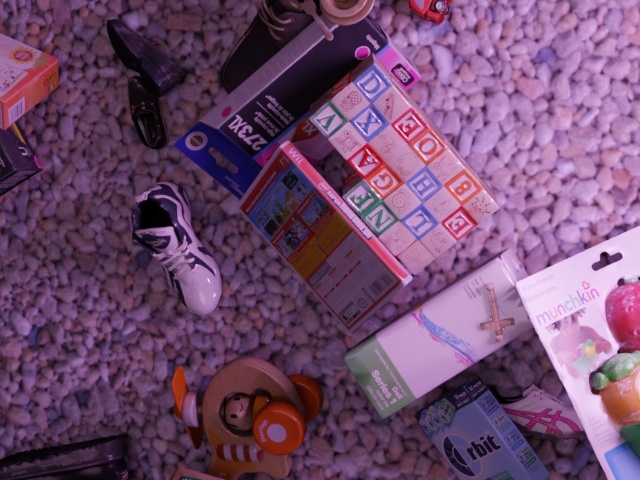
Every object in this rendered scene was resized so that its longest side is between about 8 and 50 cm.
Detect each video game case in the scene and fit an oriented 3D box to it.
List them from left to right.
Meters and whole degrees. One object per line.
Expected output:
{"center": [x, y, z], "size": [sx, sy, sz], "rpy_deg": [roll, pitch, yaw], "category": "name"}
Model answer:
{"center": [0.000, 0.000, 1.756], "size": [0.285, 0.025, 0.204], "rpy_deg": [48, 145, 4], "category": "video game case"}

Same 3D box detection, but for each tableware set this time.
{"center": [0.008, -0.403, 1.643], "size": [0.128, 0.039, 0.194], "rpy_deg": [-37, 70, 9], "category": "tableware set"}

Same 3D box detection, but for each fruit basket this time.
{"center": [0.479, 0.161, 1.585], "size": [0.327, 0.165, 0.353], "rpy_deg": [-20, 86, -28], "category": "fruit basket"}

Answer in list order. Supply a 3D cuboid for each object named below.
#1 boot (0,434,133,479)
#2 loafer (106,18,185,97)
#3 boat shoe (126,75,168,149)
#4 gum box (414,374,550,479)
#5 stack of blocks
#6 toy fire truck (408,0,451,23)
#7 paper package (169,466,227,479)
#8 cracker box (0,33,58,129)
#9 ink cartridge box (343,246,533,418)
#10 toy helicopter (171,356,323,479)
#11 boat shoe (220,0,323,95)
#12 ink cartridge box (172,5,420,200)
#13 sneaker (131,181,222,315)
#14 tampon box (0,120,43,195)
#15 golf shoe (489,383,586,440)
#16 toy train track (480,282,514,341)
{"center": [-0.464, 0.496, 1.930], "size": [0.348, 0.131, 0.260], "rpy_deg": [-13, 90, 15], "category": "boot"}
{"center": [-0.297, -0.314, 1.878], "size": [0.061, 0.062, 0.170], "rpy_deg": [-34, 75, -24], "category": "loafer"}
{"center": [-0.297, -0.218, 1.885], "size": [0.049, 0.042, 0.133], "rpy_deg": [-21, 87, 17], "category": "boat shoe"}
{"center": [0.247, 0.315, 1.729], "size": [0.184, 0.041, 0.157], "rpy_deg": [53, 145, 6], "category": "gum box"}
{"center": [0.112, -0.115, 1.703], "size": [0.171, 0.087, 0.297], "rpy_deg": [-39, 106, 14], "category": "stack of blocks"}
{"center": [0.165, -0.449, 1.742], "size": [0.135, 0.047, 0.192], "rpy_deg": [25, 101, 14], "category": "toy fire truck"}
{"center": [-0.122, 0.559, 1.782], "size": [0.325, 0.168, 0.309], "rpy_deg": [13, 117, 14], "category": "paper package"}
{"center": [-0.586, -0.291, 1.896], "size": [0.232, 0.155, 0.067], "rpy_deg": [25, 135, 12], "category": "cracker box"}
{"center": [0.195, 0.136, 1.692], "size": [0.278, 0.201, 0.117], "rpy_deg": [-34, 86, 14], "category": "ink cartridge box"}
{"center": [-0.162, 0.345, 1.845], "size": [0.235, 0.140, 0.355], "rpy_deg": [26, 112, 6], "category": "toy helicopter"}
{"center": [-0.042, -0.367, 1.747], "size": [0.355, 0.130, 0.132], "rpy_deg": [-47, 65, 12], "category": "boat shoe"}
{"center": [-0.038, -0.205, 1.754], "size": [0.371, 0.176, 0.069], "rpy_deg": [-37, 40, 16], "category": "ink cartridge box"}
{"center": [-0.247, 0.017, 1.828], "size": [0.094, 0.153, 0.235], "rpy_deg": [-14, 90, 17], "category": "sneaker"}
{"center": [-0.593, -0.136, 1.937], "size": [0.161, 0.101, 0.120], "rpy_deg": [-28, 87, 14], "category": "tampon box"}
{"center": [0.346, 0.267, 1.730], "size": [0.186, 0.067, 0.086], "rpy_deg": [-3, 91, 15], "category": "golf shoe"}
{"center": [0.245, 0.101, 1.566], "size": [0.048, 0.014, 0.083], "rpy_deg": [-10, 92, 13], "category": "toy train track"}
